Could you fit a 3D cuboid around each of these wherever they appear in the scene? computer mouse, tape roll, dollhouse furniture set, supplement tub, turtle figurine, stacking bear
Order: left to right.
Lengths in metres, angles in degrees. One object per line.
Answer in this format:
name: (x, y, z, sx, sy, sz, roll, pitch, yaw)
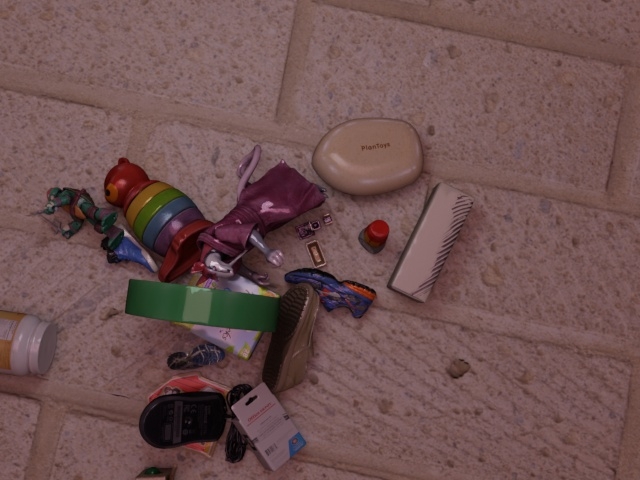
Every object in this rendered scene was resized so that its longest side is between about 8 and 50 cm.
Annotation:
supplement tub: (-0.727, 0.234, 1.878, 0.200, 0.144, 0.144, 9, 85, 0)
turtle figurine: (-0.572, -0.066, 1.890, 0.234, 0.175, 0.118, 22, 76, 17)
stacking bear: (-0.392, -0.069, 1.903, 0.289, 0.164, 0.175, 42, 130, 13)
computer mouse: (-0.293, 0.414, 1.867, 0.272, 0.072, 0.188, 8, 89, -31)
tape roll: (-0.248, 0.138, 1.730, 0.322, 0.321, 0.077, 6, 85, 0)
dollhouse furniture set: (0.000, 0.000, 1.933, 0.091, 0.081, 0.114, -21, 85, -2)

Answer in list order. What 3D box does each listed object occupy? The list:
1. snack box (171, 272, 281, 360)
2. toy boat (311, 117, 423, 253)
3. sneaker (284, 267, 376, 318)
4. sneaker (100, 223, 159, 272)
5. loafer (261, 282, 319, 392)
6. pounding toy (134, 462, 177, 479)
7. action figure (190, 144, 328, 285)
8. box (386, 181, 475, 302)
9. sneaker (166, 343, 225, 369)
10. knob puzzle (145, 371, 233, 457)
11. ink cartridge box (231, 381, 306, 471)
snack box: (-0.222, 0.161, 1.924, 0.207, 0.070, 0.174, 26, 85, 1)
toy boat: (0.115, -0.132, 1.929, 0.268, 0.148, 0.318, -3, 77, -6)
sneaker: (0.017, 0.124, 1.926, 0.221, 0.083, 0.087, 18, 93, 5)
sneaker: (-0.458, 0.039, 1.938, 0.084, 0.058, 0.152, -43, 82, -9)
loafer: (-0.059, 0.227, 1.901, 0.092, 0.102, 0.268, 11, 102, -42)
pounding toy: (-0.364, 0.571, 1.857, 0.100, 0.130, 0.141, -2, 85, -1)
action figure: (-0.164, -0.044, 1.798, 0.275, 0.248, 0.370, 49, 56, 2)
box: (0.258, 0.007, 1.921, 0.094, 0.113, 0.275, 26, 87, 1)
sneaker: (-0.290, 0.277, 1.921, 0.135, 0.058, 0.052, -8, 71, 5)
knob puzzle: (-0.322, 0.402, 1.923, 0.213, 0.030, 0.213, 0, 85, 0)
ink cartridge box: (-0.128, 0.427, 1.877, 0.104, 0.060, 0.180, -35, 95, -25)
